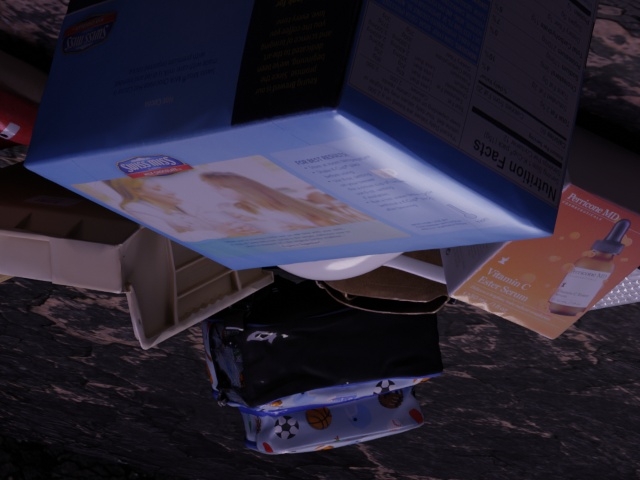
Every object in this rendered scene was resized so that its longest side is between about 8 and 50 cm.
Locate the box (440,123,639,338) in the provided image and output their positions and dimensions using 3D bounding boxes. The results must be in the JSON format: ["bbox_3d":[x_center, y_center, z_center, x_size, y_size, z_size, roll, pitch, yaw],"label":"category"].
[{"bbox_3d":[0.208,-0.011,1.766,0.130,0.091,0.170,22,131,-28],"label":"box"}]

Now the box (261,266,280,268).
[{"bbox_3d":[-0.032,0.017,2.174,0.162,0.029,0.116,-1,180,40],"label":"box"}]

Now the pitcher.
[{"bbox_3d":[0.052,-0.010,1.910,0.207,0.125,0.178,-7,132,31],"label":"pitcher"}]

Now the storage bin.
[{"bbox_3d":[-0.225,0.004,1.960,0.262,0.123,0.260,8,-162,28],"label":"storage bin"}]

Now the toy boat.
[{"bbox_3d":[-0.348,-0.101,1.887,0.151,0.151,0.231,25,159,-35],"label":"toy boat"}]

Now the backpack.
[{"bbox_3d":[-0.007,0.126,2.221,0.276,0.213,0.263,-4,-172,-19],"label":"backpack"}]

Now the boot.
[{"bbox_3d":[0.000,0.000,2.025,0.305,0.115,0.112,9,166,17],"label":"boot"}]

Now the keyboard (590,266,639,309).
[{"bbox_3d":[0.281,0.058,2.171,0.072,0.014,0.256,22,160,-29],"label":"keyboard"}]

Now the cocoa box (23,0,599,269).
[{"bbox_3d":[-0.007,-0.128,1.438,0.231,0.228,0.347,27,157,-38],"label":"cocoa box"}]
